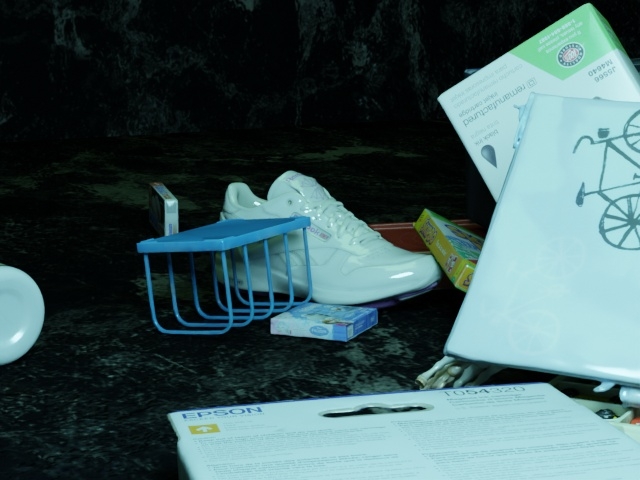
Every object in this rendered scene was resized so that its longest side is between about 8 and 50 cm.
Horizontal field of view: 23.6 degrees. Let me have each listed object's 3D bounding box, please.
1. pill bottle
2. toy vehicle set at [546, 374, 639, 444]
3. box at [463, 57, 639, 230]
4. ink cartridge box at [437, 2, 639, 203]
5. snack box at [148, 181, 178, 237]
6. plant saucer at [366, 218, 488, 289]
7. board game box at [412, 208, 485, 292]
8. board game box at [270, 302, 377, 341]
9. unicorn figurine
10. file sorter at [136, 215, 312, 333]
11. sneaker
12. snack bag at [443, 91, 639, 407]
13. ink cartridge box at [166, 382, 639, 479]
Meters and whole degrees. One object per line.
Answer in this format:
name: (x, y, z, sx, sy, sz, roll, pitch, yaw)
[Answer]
pill bottle: (-0.375, 0.065, 1.593, 0.103, 0.103, 0.184, -10, 14, -41)
toy vehicle set: (0.312, 0.154, 1.283, 0.267, 0.035, 0.166, 5, 12, 28)
box: (0.409, -0.115, 1.949, 0.395, 0.212, 0.293, -5, 12, -10)
ink cartridge box: (0.286, -0.087, 1.675, 0.198, 0.273, 0.115, -32, -14, 15)
snack box: (-0.231, -0.042, 2.248, 0.022, 0.064, 0.178, -3, 11, -13)
plant saucer: (0.175, 0.013, 2.006, 0.259, 0.048, 0.258, -2, 11, -15)
board game box: (0.185, 0.029, 1.759, 0.124, 0.039, 0.259, 27, 8, -14)
board game box: (0.005, 0.088, 1.679, 0.090, 0.020, 0.090, 3, 11, 23)
unicorn figurine: (0.155, 0.105, 1.376, 0.111, 0.060, 0.162, -37, 22, -25)
file sorter: (-0.100, 0.037, 1.704, 0.118, 0.104, 0.170, -2, 8, 33)
sneaker: (0.000, 0.000, 1.797, 0.305, 0.152, 0.114, 8, 11, 29)
snack bag: (0.299, 0.006, 1.332, 0.342, 0.037, 0.323, 6, 55, 24)
ink cartridge box: (0.070, 0.179, 1.079, 0.324, 0.071, 0.330, -3, 8, -12)
